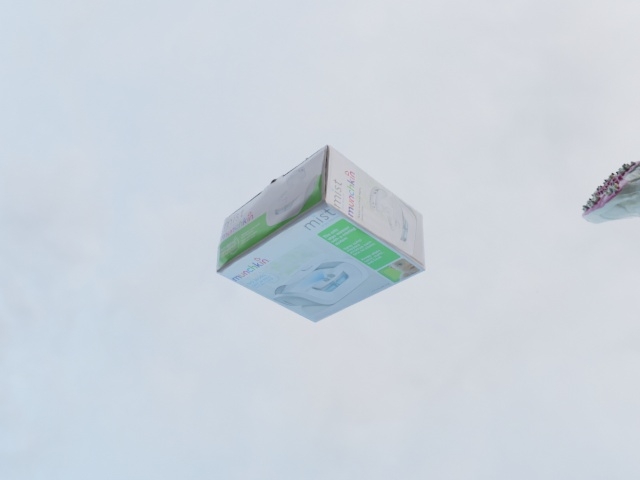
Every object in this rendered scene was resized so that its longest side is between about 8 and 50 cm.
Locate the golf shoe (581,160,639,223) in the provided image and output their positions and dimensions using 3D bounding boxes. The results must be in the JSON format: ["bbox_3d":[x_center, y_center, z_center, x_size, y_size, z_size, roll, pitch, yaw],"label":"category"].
[{"bbox_3d":[0.552,-0.074,0.964,0.140,0.306,0.115,42,-110,3],"label":"golf shoe"}]

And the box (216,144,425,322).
[{"bbox_3d":[0.000,0.000,0.987,0.262,0.231,0.127,-30,-137,36],"label":"box"}]
